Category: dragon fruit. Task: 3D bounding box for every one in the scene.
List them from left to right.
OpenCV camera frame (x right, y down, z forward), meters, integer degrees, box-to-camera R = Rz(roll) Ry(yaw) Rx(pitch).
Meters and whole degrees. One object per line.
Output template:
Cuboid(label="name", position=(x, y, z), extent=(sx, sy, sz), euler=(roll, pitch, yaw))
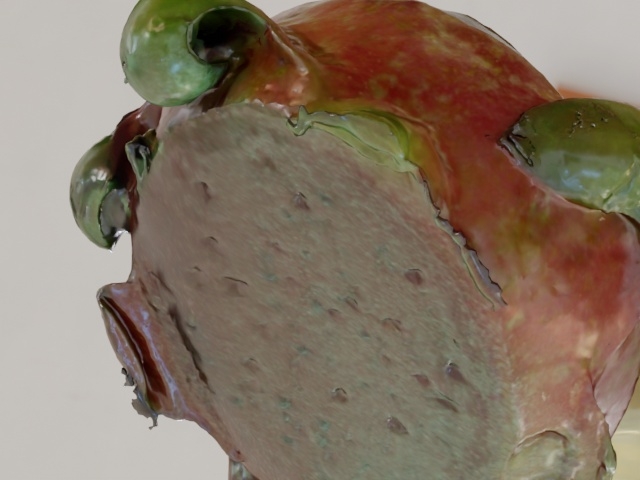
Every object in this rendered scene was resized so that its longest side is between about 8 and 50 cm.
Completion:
Cuboid(label="dragon fruit", position=(0.018, 0.012, 0.740), extent=(0.268, 0.295, 0.130), euler=(2, -146, 42))

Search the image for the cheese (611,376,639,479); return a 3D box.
Cuboid(label="cheese", position=(0.167, 0.113, 0.978), extent=(0.266, 0.123, 0.242), euler=(13, 153, -7))
